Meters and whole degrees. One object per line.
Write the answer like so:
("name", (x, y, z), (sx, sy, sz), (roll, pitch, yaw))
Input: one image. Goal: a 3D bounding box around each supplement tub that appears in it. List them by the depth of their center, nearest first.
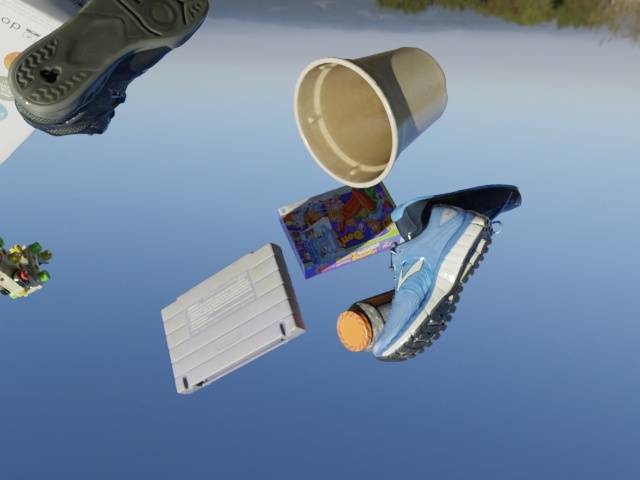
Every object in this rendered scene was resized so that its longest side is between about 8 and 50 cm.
("supplement tub", (0.134, 0.182, 1.502), (0.190, 0.117, 0.117), (-13, -156, -42))

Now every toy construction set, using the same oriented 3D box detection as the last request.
("toy construction set", (-0.876, 0.040, 1.800), (0.328, 0.151, 0.215), (38, -161, -42))

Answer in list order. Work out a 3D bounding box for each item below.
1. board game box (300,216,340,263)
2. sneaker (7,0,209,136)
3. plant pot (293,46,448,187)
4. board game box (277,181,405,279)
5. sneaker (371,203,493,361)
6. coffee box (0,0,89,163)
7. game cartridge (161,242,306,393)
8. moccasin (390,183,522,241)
("board game box", (0.000, 0.000, 1.681), (0.020, 0.090, 0.090), (-3, -153, 48))
("sneaker", (-0.217, -0.188, 0.685), (0.227, 0.087, 0.130), (-48, -172, -23))
("plant pot", (0.155, -0.350, 1.697), (0.334, 0.333, 0.305), (20, -138, 41))
("board game box", (0.071, -0.046, 2.057), (0.347, 0.078, 0.233), (-20, -120, -11))
("sneaker", (0.187, 0.079, 1.248), (0.147, 0.330, 0.130), (31, 180, 32))
("coffee box", (-0.508, -0.372, 0.917), (0.334, 0.338, 0.338), (-28, 142, 36))
("game cartridge", (-0.209, 0.180, 1.524), (0.355, 0.230, 0.068), (-31, 147, 22))
("moccasin", (0.317, -0.045, 1.505), (0.342, 0.116, 0.138), (-12, 166, -21))
